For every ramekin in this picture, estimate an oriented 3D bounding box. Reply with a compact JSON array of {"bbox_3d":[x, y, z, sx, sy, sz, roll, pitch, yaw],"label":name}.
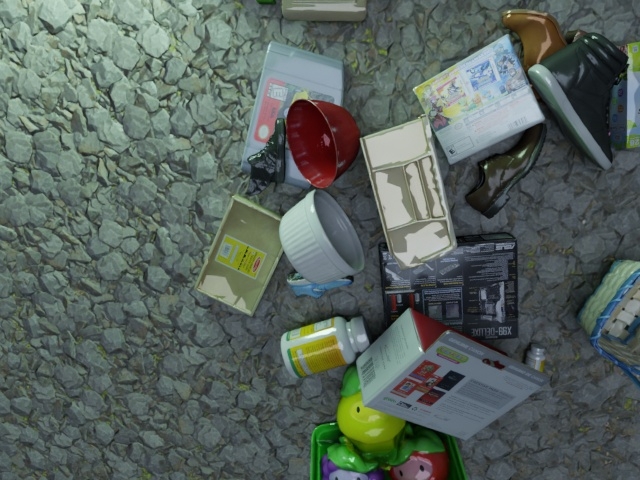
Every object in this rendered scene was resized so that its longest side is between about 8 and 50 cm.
[{"bbox_3d":[0.000,0.000,0.927,0.109,0.207,0.207,-30,99,20],"label":"ramekin"}]

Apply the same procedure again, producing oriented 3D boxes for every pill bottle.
[{"bbox_3d":[0.018,0.256,1.024,0.208,0.117,0.117,-19,100,9],"label":"pill bottle"},{"bbox_3d":[0.527,0.299,1.024,0.043,0.043,0.083,5,103,4],"label":"pill bottle"}]

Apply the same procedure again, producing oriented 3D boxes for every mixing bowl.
[{"bbox_3d":[0.016,-0.209,0.857,0.098,0.181,0.181,-25,102,-28],"label":"mixing bowl"}]

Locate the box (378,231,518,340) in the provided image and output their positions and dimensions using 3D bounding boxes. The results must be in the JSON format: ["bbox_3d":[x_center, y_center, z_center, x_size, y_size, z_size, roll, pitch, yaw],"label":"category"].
[{"bbox_3d":[0.301,0.117,0.987,0.307,0.076,0.242,-6,102,7],"label":"box"}]

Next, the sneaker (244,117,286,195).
[{"bbox_3d":[-0.122,-0.183,0.917,0.089,0.051,0.170,2,107,0],"label":"sneaker"}]

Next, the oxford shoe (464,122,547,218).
[{"bbox_3d":[0.402,-0.165,0.911,0.096,0.083,0.227,33,103,2],"label":"oxford shoe"}]

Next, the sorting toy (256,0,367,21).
[{"bbox_3d":[0.013,-0.568,0.874,0.348,0.047,0.196,4,108,5],"label":"sorting toy"}]

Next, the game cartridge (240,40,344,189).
[{"bbox_3d":[-0.055,-0.274,0.944,0.196,0.060,0.294,15,104,-2],"label":"game cartridge"}]

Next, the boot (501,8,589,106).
[{"bbox_3d":[0.443,-0.377,0.865,0.197,0.073,0.152,23,108,2],"label":"boot"}]

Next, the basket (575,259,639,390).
[{"bbox_3d":[0.693,0.168,0.852,0.201,0.289,0.254,28,107,4],"label":"basket"}]

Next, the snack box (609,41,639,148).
[{"bbox_3d":[0.703,-0.305,0.856,0.174,0.070,0.207,-8,104,7],"label":"snack box"}]

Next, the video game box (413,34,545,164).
[{"bbox_3d":[0.331,-0.291,0.883,0.205,0.048,0.187,-24,102,25],"label":"video game box"}]

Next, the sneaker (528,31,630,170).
[{"bbox_3d":[0.556,-0.275,0.830,0.147,0.104,0.296,-39,114,18],"label":"sneaker"}]

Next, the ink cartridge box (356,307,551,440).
[{"bbox_3d":[0.287,0.287,0.926,0.309,0.130,0.272,27,120,-21],"label":"ink cartridge box"}]

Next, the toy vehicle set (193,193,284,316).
[{"bbox_3d":[-0.189,0.040,1.035,0.166,0.035,0.267,26,104,-1],"label":"toy vehicle set"}]

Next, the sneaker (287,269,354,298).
[{"bbox_3d":[0.003,0.105,1.030,0.162,0.063,0.073,-6,120,11],"label":"sneaker"}]

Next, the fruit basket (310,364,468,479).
[{"bbox_3d":[0.144,0.500,1.011,0.392,0.283,0.392,0,120,0],"label":"fruit basket"}]

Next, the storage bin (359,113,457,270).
[{"bbox_3d":[0.173,-0.104,0.852,0.123,0.262,0.260,-15,101,9],"label":"storage bin"}]
